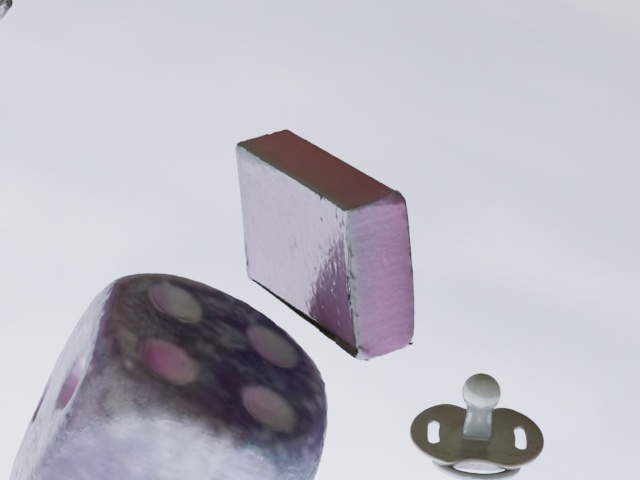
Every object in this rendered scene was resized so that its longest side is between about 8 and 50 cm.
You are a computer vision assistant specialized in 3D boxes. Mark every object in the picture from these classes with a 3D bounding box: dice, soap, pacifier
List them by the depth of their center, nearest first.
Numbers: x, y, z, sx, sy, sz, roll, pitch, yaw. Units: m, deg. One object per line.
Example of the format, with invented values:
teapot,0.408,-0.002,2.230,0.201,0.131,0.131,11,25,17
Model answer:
pacifier,0.116,0.134,1.218,0.099,0.078,0.081,4,-150,0
dice,-0.165,0.217,1.780,0.270,0.270,0.271,26,-154,-13
soap,0.002,0.000,1.814,0.081,0.181,0.259,-16,-155,-24

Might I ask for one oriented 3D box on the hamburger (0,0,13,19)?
hamburger,-0.447,-0.280,1.686,0.276,0.276,0.237,32,177,41
